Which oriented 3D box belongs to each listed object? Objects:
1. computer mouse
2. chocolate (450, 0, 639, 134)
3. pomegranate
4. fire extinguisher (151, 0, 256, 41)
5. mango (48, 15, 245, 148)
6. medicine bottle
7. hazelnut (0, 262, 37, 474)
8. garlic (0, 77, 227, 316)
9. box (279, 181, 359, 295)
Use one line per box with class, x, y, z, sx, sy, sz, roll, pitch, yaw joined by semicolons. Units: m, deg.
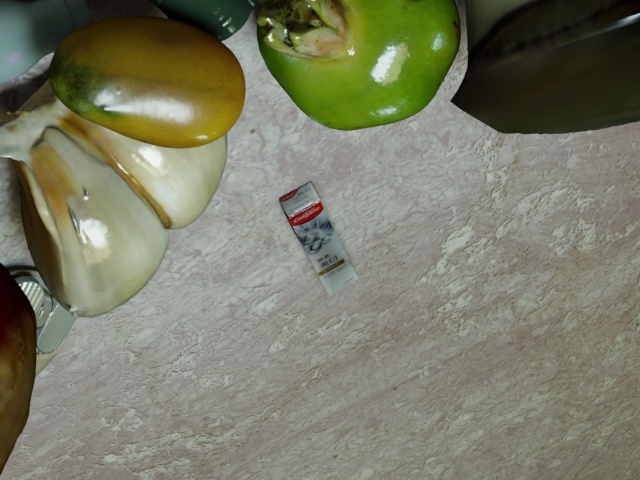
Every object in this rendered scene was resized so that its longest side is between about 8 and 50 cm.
computer mouse;-0.416;0.134;1.909;0.236;0.082;0.145;-43;142;18
chocolate;0.304;-0.303;1.739;0.314;0.297;0.326;-20;163;28
pomegranate;0.029;-0.235;1.646;0.236;0.236;0.302;-46;169;19
fire extinguisher;-0.181;-0.312;1.523;0.095;0.114;0.311;-3;154;28
mango;-0.183;-0.171;1.549;0.221;0.151;0.120;10;126;-30
medicine bottle;-0.349;-0.205;1.543;0.217;0.090;0.090;-22;144;-25
hazelnut;-0.531;0.157;1.649;0.421;0.353;0.421;2;119;3
garlic;-0.246;-0.059;1.726;0.249;0.286;0.313;8;143;22
box;0.000;0.000;2.084;0.055;0.039;0.218;-29;144;-1
